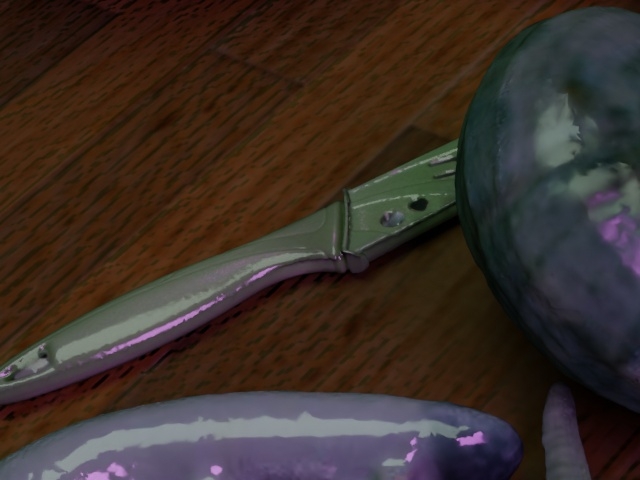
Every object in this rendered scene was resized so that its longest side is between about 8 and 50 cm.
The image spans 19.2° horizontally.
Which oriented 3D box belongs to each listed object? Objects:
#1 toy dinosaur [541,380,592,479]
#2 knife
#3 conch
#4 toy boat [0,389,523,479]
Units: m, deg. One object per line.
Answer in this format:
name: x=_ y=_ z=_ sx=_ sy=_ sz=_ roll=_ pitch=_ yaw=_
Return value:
toy dinosaur: x=0.139 y=0.156 z=0.488 sx=0.206 sy=0.092 sz=0.393 roll=-18 pitch=24 yaw=-6
knife: x=0.001 y=0.002 z=0.754 sx=0.293 sy=0.019 sz=0.043 roll=-26 pitch=40 yaw=-13
conch: x=0.131 y=-0.008 z=0.649 sx=0.176 sy=0.122 sz=0.188 roll=-19 pitch=38 yaw=-36
toy boat: x=-0.034 y=0.101 z=0.614 sx=0.208 sy=0.078 sz=0.134 roll=-7 pitch=45 yaw=9
